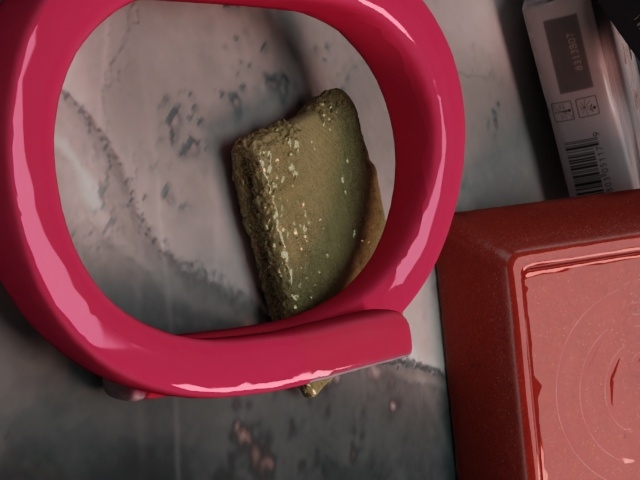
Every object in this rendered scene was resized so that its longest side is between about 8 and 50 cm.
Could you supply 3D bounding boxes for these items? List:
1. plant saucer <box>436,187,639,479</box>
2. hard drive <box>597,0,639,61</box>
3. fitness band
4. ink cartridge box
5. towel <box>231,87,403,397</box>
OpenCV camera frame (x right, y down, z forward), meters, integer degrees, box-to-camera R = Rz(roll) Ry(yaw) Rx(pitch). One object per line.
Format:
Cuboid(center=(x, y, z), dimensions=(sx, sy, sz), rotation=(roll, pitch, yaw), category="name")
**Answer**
Cuboid(center=(0.212, 0.096, 0.841), dimensions=(0.259, 0.047, 0.258), rotation=(-8, 94, -22), category="plant saucer")
Cuboid(center=(0.230, -0.220, 0.918), dimensions=(0.255, 0.054, 0.172), rotation=(61, 29, 9), category="hard drive")
Cuboid(center=(-0.032, -0.036, 0.576), dimensions=(0.290, 0.054, 0.209), rotation=(-6, 92, -46), category="fitness band")
Cuboid(center=(0.221, -0.144, 1.007), dimensions=(0.232, 0.066, 0.189), rotation=(-69, 143, -61), category="ink cartridge box")
Cuboid(center=(0.000, 0.000, 0.672), dimensions=(0.110, 0.027, 0.148), rotation=(-36, 117, -50), category="towel")
